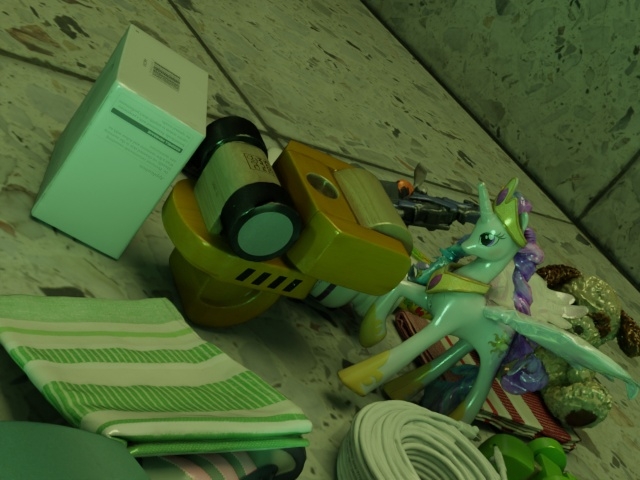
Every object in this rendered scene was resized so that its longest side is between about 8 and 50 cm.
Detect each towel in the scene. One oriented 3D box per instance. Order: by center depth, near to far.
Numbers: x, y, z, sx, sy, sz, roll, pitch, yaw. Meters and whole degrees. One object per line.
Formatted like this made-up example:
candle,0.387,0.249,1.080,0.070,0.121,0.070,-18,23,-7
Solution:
towel,-0.188,0.129,1.022,0.247,0.038,0.324,5,18,-39
towel,0.288,0.244,1.691,0.329,0.037,0.237,23,25,-35

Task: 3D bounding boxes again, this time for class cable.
cable,0.135,0.315,1.256,0.257,0.089,0.257,29,25,-18

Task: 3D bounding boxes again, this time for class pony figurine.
pony figurine,0.246,0.125,1.409,0.351,0.363,0.303,37,10,-24

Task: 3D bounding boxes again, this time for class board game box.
board game box,0.159,0.071,1.699,0.181,0.092,0.043,37,17,-37

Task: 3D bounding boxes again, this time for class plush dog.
plush dog,0.437,0.164,1.733,0.262,0.225,0.210,38,19,4

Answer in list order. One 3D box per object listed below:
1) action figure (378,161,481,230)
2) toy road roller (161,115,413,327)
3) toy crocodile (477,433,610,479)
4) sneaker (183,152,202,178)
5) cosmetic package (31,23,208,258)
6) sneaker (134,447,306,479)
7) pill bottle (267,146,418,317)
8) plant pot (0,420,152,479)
action figure,0.134,-0.038,1.827,0.341,0.179,0.330,12,29,3
toy road roller,-0.063,0.003,1.344,0.329,0.241,0.203,16,33,-35
toy crocodile,0.374,0.397,1.457,0.340,0.105,0.115,36,22,-17
sneaker,-0.166,-0.116,1.642,0.234,0.078,0.106,30,21,-23
cosmetic package,-0.267,-0.137,1.341,0.138,0.225,0.224,31,24,-21
sneaker,-0.124,0.257,0.961,0.318,0.112,0.131,3,38,-42
pill bottle,0.000,0.000,1.549,0.301,0.169,0.169,35,23,-8
plant pot,-0.217,0.233,0.696,0.165,0.166,0.234,45,19,23
